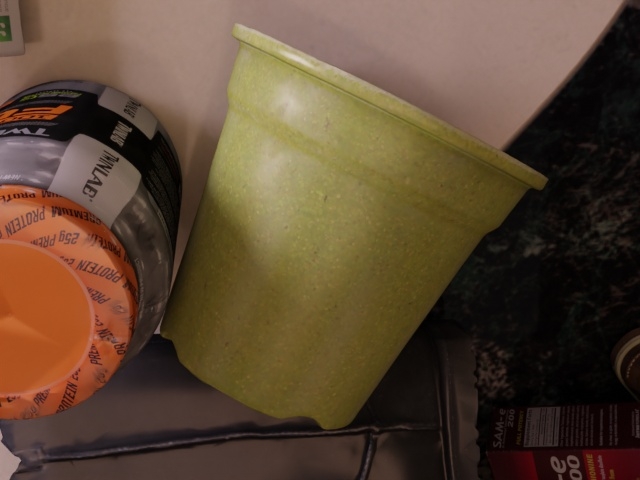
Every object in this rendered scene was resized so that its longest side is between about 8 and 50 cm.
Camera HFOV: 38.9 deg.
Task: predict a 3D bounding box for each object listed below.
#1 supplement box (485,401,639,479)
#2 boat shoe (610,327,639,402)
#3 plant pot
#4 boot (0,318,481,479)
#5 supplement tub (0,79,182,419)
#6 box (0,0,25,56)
[{"bbox_3d":[0.302,0.236,0.931,0.239,0.073,0.130,-7,120,22],"label":"supplement box"},{"bbox_3d":[0.418,0.199,0.971,0.257,0.095,0.095,34,103,-17],"label":"boat shoe"},{"bbox_3d":[0.000,0.000,0.738,0.276,0.276,0.254,25,99,-15],"label":"plant pot"},{"bbox_3d":[-0.073,0.267,0.879,0.444,0.146,0.367,-3,84,-9],"label":"boot"},{"bbox_3d":[-0.208,-0.007,0.705,0.193,0.316,0.194,-2,110,-6],"label":"supplement tub"},{"bbox_3d":[-0.393,-0.242,0.664,0.321,0.058,0.233,-13,114,-33],"label":"box"}]
